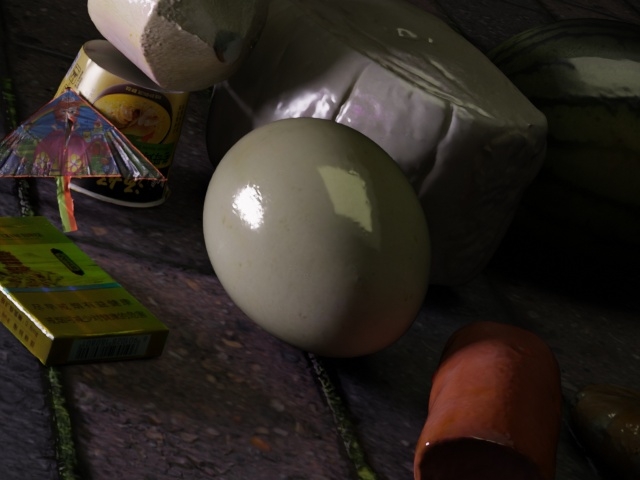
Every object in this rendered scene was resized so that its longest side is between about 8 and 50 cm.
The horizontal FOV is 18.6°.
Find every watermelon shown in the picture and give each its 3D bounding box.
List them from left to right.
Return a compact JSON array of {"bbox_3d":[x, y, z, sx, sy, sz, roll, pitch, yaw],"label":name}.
[{"bbox_3d":[0.318,-0.098,2.125,0.359,0.279,0.279,16,21,-12],"label":"watermelon"}]

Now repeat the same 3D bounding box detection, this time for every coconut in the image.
[{"bbox_3d":[-0.129,-0.217,1.844,0.147,0.147,0.153,-3,33,-48],"label":"coconut"}]

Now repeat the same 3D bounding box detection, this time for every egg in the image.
[{"bbox_3d":[0.000,0.000,1.711,0.189,0.188,0.253,6,36,-35],"label":"egg"}]

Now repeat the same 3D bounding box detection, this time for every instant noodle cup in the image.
[{"bbox_3d":[-0.199,-0.117,1.897,0.151,0.122,0.151,19,23,-9],"label":"instant noodle cup"}]

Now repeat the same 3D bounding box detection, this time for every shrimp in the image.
[{"bbox_3d":[0.358,0.207,1.710,0.317,0.077,0.168,31,20,31],"label":"shrimp"}]

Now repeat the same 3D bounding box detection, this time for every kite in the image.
[{"bbox_3d":[-0.236,-0.075,1.805,0.190,0.010,0.159,1,59,0],"label":"kite"}]

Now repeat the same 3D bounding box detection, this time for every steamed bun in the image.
[{"bbox_3d":[0.023,-0.123,1.950,0.236,0.247,0.383,4,28,-43],"label":"steamed bun"}]

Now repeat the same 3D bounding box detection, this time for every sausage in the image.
[{"bbox_3d":[0.143,0.144,1.607,0.114,0.113,0.259,22,22,2],"label":"sausage"}]

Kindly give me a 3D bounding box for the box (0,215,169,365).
[{"bbox_3d":[-0.229,0.038,1.618,0.121,0.030,0.193,-1,30,-45],"label":"box"}]
